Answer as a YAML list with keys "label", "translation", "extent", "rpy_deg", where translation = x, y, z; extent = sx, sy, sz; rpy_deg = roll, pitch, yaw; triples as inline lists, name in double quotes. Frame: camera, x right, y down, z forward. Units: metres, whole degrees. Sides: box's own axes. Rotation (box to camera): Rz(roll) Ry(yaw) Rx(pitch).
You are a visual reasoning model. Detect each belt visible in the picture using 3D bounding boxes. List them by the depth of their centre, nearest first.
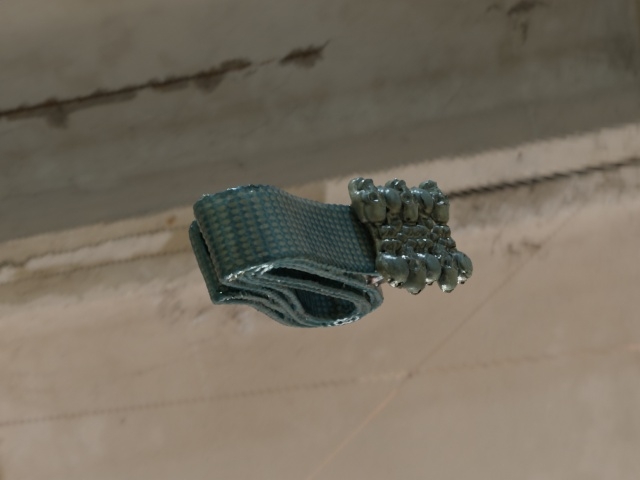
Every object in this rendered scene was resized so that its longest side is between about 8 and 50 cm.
- label: "belt"
  translation: [0.001, 0.004, 0.856]
  extent: [0.100, 0.179, 0.065]
  rpy_deg: [-23, -103, 17]
